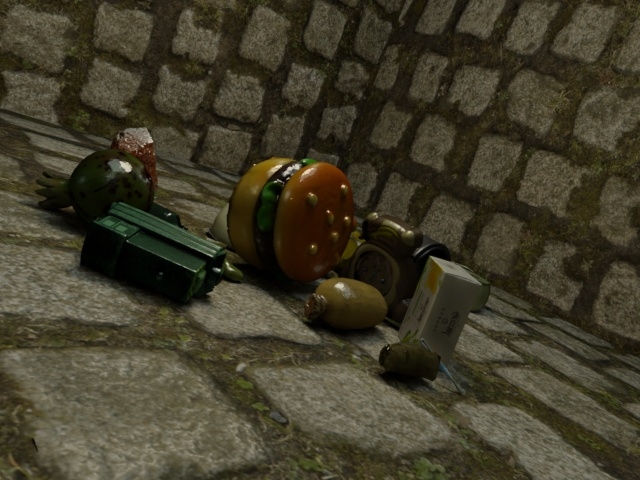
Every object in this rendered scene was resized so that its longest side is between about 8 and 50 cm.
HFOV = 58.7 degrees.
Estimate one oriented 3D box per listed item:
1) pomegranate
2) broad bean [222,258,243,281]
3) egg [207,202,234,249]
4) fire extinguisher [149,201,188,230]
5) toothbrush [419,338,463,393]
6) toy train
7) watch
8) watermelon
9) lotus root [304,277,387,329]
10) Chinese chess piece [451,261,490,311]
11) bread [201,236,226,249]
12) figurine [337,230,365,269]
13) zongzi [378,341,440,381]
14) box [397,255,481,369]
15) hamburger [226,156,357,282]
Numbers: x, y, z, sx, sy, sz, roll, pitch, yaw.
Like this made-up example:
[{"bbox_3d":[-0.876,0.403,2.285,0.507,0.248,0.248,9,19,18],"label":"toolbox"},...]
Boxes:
[{"bbox_3d":[-0.614,-0.136,1.555,0.306,0.242,0.242,-5,20,-22],"label":"pomegranate"},{"bbox_3d":[-0.253,0.085,1.582,0.083,0.045,0.063,32,1,16],"label":"broad bean"},{"bbox_3d":[-0.236,-0.052,1.987,0.286,0.174,0.264,32,18,36],"label":"egg"},{"bbox_3d":[-0.505,-0.068,1.737,0.294,0.118,0.093,26,45,24],"label":"fire extinguisher"},{"bbox_3d":[0.295,0.306,1.388,0.162,0.014,0.017,53,-12,5],"label":"toothbrush"},{"bbox_3d":[-0.389,0.038,1.313,0.330,0.138,0.178,24,19,1],"label":"toy train"},{"bbox_3d":[0.281,0.085,1.863,0.327,0.335,0.314,-3,24,-45],"label":"watch"},{"bbox_3d":[-0.687,-0.288,2.082,0.193,0.256,0.140,-1,22,-47],"label":"watermelon"},{"bbox_3d":[0.082,0.171,1.545,0.303,0.130,0.146,11,13,-46],"label":"lotus root"},{"bbox_3d":[0.577,0.182,2.518,0.350,0.146,0.349,21,10,-4],"label":"Chinese chess piece"},{"bbox_3d":[-0.342,0.014,1.803,0.088,0.033,0.049,20,-6,-30],"label":"bread"},{"bbox_3d":[0.159,0.058,2.262,0.218,0.169,0.327,45,23,29],"label":"figurine"},{"bbox_3d":[0.182,0.273,1.379,0.160,0.078,0.176,20,0,-29],"label":"zongzi"},{"bbox_3d":[0.318,0.193,1.555,0.111,0.260,0.194,21,9,-7],"label":"box"},{"bbox_3d":[-0.073,-0.059,1.744,0.278,0.395,0.396,14,4,34],"label":"hamburger"}]
